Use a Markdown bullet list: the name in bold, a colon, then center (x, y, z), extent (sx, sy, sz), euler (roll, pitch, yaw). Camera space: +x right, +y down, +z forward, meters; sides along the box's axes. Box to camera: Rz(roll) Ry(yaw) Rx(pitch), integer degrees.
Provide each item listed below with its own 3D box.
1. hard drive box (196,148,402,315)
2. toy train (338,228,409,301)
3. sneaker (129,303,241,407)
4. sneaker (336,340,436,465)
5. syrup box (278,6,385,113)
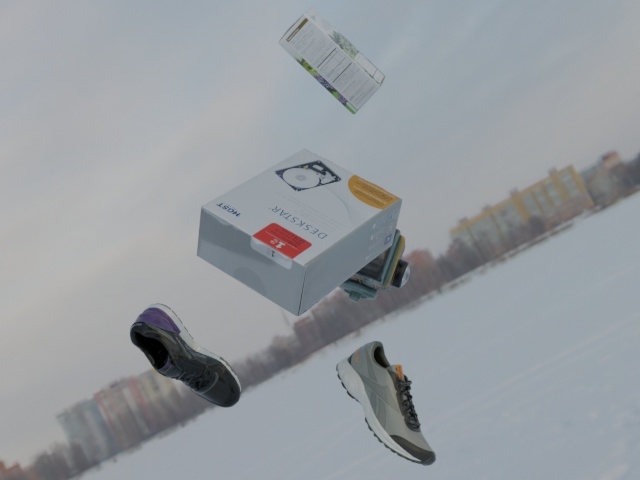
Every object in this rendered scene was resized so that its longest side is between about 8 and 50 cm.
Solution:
- **hard drive box**: center (-0.027, -0.018, 1.345), extent (0.232, 0.181, 0.089), euler (-36, -34, -45)
- **toy train**: center (0.000, 0.000, 1.725), extent (0.190, 0.334, 0.142), euler (73, -142, -74)
- **sneaker**: center (-0.296, 0.271, 2.054), extent (0.107, 0.283, 0.124), euler (-44, 7, 23)
- **sneaker**: center (0.133, 0.301, 1.802), extent (0.108, 0.271, 0.100), euler (-44, -33, 13)
- **syrup box**: center (0.027, -0.405, 2.171), extent (0.096, 0.237, 0.093), euler (-45, 9, 24)
